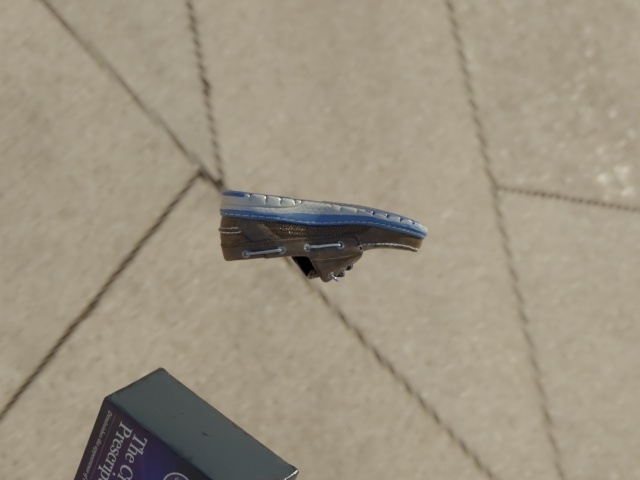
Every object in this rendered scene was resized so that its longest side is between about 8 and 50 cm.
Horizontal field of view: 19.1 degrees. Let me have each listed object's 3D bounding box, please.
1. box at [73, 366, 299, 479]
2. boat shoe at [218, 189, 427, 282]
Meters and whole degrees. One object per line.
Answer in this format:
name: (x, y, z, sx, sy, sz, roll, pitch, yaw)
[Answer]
box: (-0.156, 0.288, 1.879, 0.184, 0.261, 0.103, 33, 30, 19)
boat shoe: (0.000, 0.000, 1.598, 0.183, 0.066, 0.066, 7, 93, -17)
